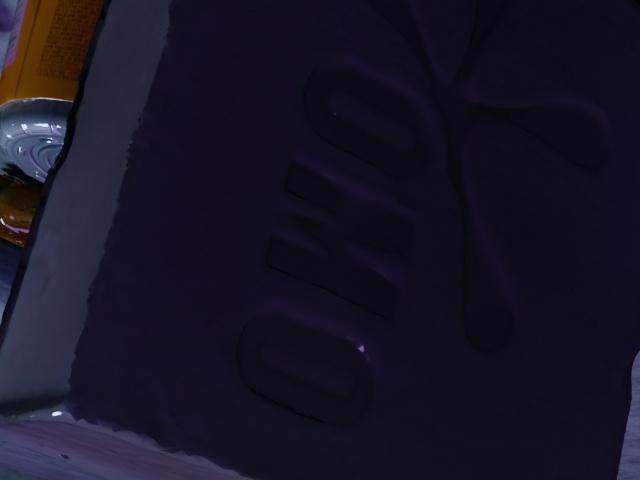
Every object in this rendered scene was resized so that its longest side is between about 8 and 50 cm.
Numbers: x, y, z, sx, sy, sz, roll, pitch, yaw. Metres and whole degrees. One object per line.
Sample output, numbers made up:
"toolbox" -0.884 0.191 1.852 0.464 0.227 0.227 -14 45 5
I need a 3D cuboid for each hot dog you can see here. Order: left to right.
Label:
"hot dog" -0.201 -0.004 1.259 0.188 0.055 0.072 28 161 -37

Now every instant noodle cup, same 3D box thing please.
"instant noodle cup" -0.099 -0.088 0.815 0.208 0.126 0.177 29 157 -37

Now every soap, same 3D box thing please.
"soap" 0.023 -0.011 0.684 0.285 0.296 0.107 23 160 -30

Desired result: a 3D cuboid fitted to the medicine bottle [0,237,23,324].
"medicine bottle" -0.356 0.014 1.393 0.203 0.083 0.083 27 158 -33
